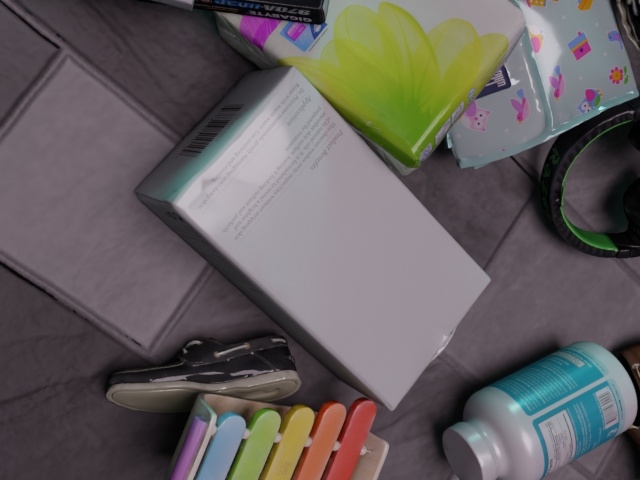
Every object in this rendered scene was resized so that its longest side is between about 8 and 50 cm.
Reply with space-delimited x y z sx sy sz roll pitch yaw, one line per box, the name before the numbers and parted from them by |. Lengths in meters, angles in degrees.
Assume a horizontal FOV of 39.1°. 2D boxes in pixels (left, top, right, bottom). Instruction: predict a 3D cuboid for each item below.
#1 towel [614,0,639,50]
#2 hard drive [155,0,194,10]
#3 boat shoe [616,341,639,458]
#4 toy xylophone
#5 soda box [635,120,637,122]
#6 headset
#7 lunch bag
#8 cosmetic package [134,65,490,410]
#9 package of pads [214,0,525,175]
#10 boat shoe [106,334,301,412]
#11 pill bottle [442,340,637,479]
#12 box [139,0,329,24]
towel | 0.414 -0.445 1.227 0.324 0.056 0.312 -46 119 -51
hard drive | -0.276 -0.392 0.903 0.353 0.047 0.233 13 90 -9
boat shoe | 0.508 0.284 1.422 0.095 0.095 0.257 -8 94 -12
toy xylophone | -0.065 0.293 1.094 0.323 0.081 0.236 9 101 -42
soda box | 0.570 -0.143 1.399 0.069 0.074 0.216 -45 113 -16
headset | 0.518 -0.084 1.276 0.394 0.185 0.243 -9 122 -5
lunch bag | 0.255 -0.239 1.186 0.262 0.160 0.223 -25 105 -15
cosmetic package | 0.000 0.000 1.089 0.217 0.156 0.385 -49 115 -13
package of pads | 0.061 -0.251 1.050 0.296 0.101 0.229 39 80 6
boat shoe | -0.143 0.160 1.092 0.233 0.084 0.079 -4 60 -19
pill bottle | 0.305 0.254 1.275 0.264 0.146 0.146 -21 105 -23
box | -0.090 -0.339 0.986 0.220 0.051 0.175 8 83 5
